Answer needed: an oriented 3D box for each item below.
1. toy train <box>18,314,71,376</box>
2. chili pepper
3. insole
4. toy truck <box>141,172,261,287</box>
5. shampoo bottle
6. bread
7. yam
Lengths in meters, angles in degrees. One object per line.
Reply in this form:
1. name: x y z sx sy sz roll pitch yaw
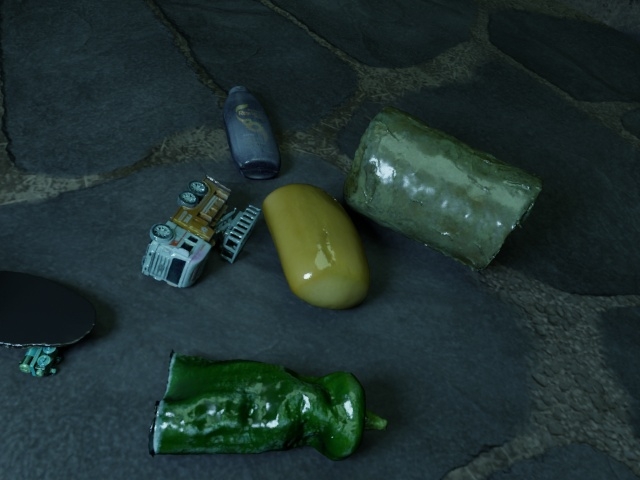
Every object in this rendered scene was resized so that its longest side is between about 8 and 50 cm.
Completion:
1. toy train: -0.339 0.127 0.813 0.045 0.029 0.092 7 44 1
2. chili pepper: -0.053 0.200 0.778 0.271 0.099 0.136 4 19 -5
3. insole: -0.452 0.073 0.824 0.349 0.009 0.119 10 41 1
4. toy truck: -0.177 -0.004 0.967 0.115 0.080 0.177 29 41 -1
5. shampoo bottle: -0.130 -0.202 1.204 0.087 0.049 0.233 1 45 -20
6. bread: 0.000 0.000 0.979 0.147 0.098 0.217 11 39 -39
7. yam: 0.187 -0.083 1.080 0.300 0.195 0.195 28 44 11
